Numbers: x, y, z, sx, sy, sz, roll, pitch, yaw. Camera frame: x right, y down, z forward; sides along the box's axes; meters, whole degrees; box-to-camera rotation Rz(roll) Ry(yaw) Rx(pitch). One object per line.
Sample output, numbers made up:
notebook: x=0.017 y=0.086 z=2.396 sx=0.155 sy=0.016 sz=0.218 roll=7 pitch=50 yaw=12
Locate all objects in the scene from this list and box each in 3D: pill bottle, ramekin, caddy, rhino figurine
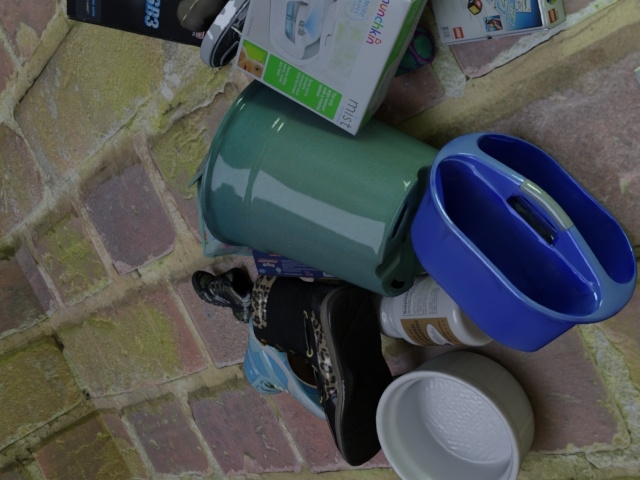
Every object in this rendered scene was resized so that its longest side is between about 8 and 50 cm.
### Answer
pill bottle: x=0.203 y=0.123 z=1.543 sx=0.229 sy=0.131 sz=0.131 roll=-9 pitch=106 yaw=52
ramekin: x=0.254 y=0.338 z=1.577 sx=0.277 sy=0.135 sz=0.277 roll=13 pitch=115 yaw=31
caddy: x=0.294 y=-0.007 z=1.261 sx=0.341 sy=0.241 sz=0.179 roll=48 pitch=146 yaw=16
rhino figurine: x=-0.178 y=-0.469 z=1.562 sx=0.073 sy=0.106 sz=0.243 roll=48 pitch=126 yaw=4

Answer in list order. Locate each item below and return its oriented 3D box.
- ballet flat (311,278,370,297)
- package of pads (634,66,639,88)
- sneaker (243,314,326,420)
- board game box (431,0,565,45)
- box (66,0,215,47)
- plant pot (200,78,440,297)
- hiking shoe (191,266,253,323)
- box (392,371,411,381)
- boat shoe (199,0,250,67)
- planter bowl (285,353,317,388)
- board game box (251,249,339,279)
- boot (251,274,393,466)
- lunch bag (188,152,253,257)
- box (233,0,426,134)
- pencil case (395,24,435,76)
ballet flat: x=-0.005 y=0.060 z=1.783 sx=0.247 sy=0.087 sz=0.083 roll=47 pitch=141 yaw=17
package of pads: x=0.535 y=-0.146 z=0.999 sx=0.296 sy=0.101 sz=0.229 roll=-9 pitch=107 yaw=51
sneaker: x=-0.061 y=0.322 z=1.997 sx=0.319 sy=0.127 sz=0.208 roll=50 pitch=142 yaw=27
board game box: x=0.220 y=-0.437 z=1.211 sx=0.193 sy=0.053 sz=0.305 roll=5 pitch=119 yaw=48
box: x=-0.332 y=-0.531 z=1.648 sx=0.293 sy=0.073 sz=0.295 roll=12 pitch=136 yaw=-6
plant pot: x=0.033 y=-0.083 z=1.469 sx=0.334 sy=0.341 sz=0.341 roll=27 pitch=132 yaw=27
hiking shoe: x=-0.218 y=0.106 z=2.086 sx=0.227 sy=0.086 sz=0.114 roll=26 pitch=118 yaw=30
box: x=0.224 y=0.353 z=1.741 sx=0.184 sy=0.045 sz=0.190 roll=-25 pitch=93 yaw=50
boat shoe: x=-0.115 y=-0.404 z=1.593 sx=0.105 sy=0.113 sz=0.306 roll=47 pitch=129 yaw=-1
planter bowl: x=0.012 y=0.250 z=1.849 sx=0.162 sy=0.162 sz=0.109 roll=44 pitch=166 yaw=21
board game box: x=0.000 y=0.000 z=1.680 sx=0.194 sy=0.194 sz=0.060 roll=2 pitch=120 yaw=28
boot: x=-0.002 y=0.231 z=1.696 sx=0.284 sy=0.138 sz=0.377 roll=21 pitch=130 yaw=50
lunch bag: x=-0.171 y=-0.122 z=1.797 sx=0.223 sy=0.160 sz=0.262 roll=-40 pitch=56 yaw=56
box: x=0.020 y=-0.333 z=1.301 sx=0.231 sy=0.127 sz=0.262 roll=32 pitch=138 yaw=6
pencil case: x=0.117 y=-0.304 z=1.417 sx=0.070 sy=0.064 sz=0.152 roll=44 pitch=150 yaw=-27
